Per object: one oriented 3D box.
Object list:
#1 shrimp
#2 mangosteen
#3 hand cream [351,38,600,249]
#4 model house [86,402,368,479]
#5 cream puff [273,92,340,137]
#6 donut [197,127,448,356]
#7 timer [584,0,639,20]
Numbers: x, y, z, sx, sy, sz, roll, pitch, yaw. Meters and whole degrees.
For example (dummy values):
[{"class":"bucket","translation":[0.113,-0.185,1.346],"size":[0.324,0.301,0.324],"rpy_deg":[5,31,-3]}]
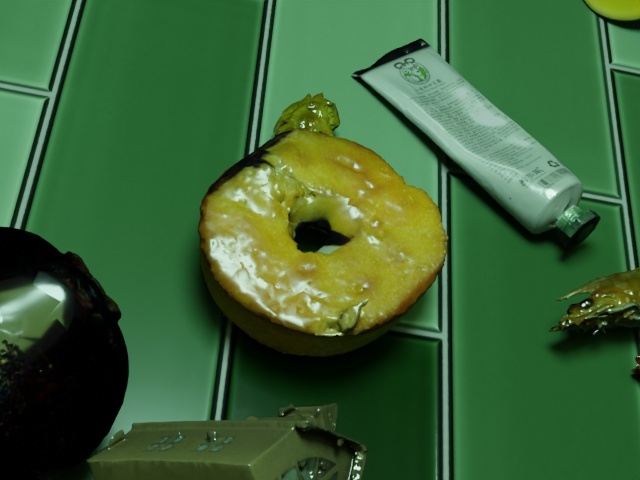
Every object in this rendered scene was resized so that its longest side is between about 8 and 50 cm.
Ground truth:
[{"class":"shrimp","translation":[0.355,0.089,1.140],"size":[0.249,0.068,0.150],"rpy_deg":[2,61,-19]},{"class":"mangosteen","translation":[-0.275,0.103,0.881],"size":[0.243,0.243,0.243],"rpy_deg":[7,55,-10]},{"class":"hand cream","translation":[0.184,-0.119,1.241],"size":[0.121,0.076,0.336],"rpy_deg":[-25,60,-33]},{"class":"model house","translation":[-0.039,0.209,0.924],"size":[0.248,0.181,0.176],"rpy_deg":[-28,108,-56]},{"class":"cream puff","translation":[-0.015,-0.126,1.188],"size":[0.083,0.058,0.083],"rpy_deg":[-35,69,-29]},{"class":"donut","translation":[-0.001,0.002,1.071],"size":[0.253,0.118,0.253],"rpy_deg":[5,57,-8]},{"class":"timer","translation":[0.563,-0.430,1.398],"size":[0.387,0.376,0.376],"rpy_deg":[19,50,29]}]
